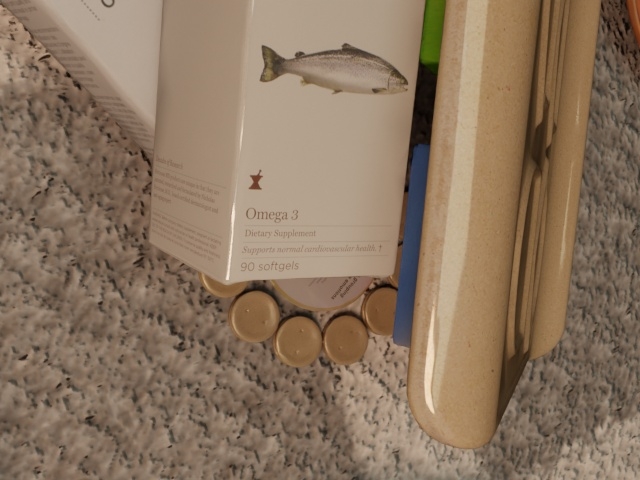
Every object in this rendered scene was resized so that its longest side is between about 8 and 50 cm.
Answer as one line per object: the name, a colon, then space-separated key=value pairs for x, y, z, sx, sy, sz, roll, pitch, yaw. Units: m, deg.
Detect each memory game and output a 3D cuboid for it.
memory game: x=0.000 y=0.000 z=0.619 sx=0.186 sy=0.012 sz=0.186 roll=1 pitch=88 yaw=-25

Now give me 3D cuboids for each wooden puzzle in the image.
wooden puzzle: x=0.114 y=-0.064 z=0.550 sx=0.348 sy=0.080 sz=0.322 roll=0 pitch=96 yaw=-68

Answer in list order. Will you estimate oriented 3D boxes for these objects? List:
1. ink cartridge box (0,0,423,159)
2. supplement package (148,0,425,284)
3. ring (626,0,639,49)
ink cartridge box: x=-0.045 y=-0.224 z=0.514 sx=0.324 sy=0.071 sz=0.330 roll=-53 pitch=127 yaw=-16
supplement package: x=-0.020 y=-0.076 z=0.455 sx=0.105 sy=0.105 sz=0.180 roll=-1 pitch=102 yaw=-32
ring: x=0.393 y=-0.268 z=0.767 sx=0.336 sy=0.032 sz=0.337 roll=-7 pitch=106 yaw=-25
